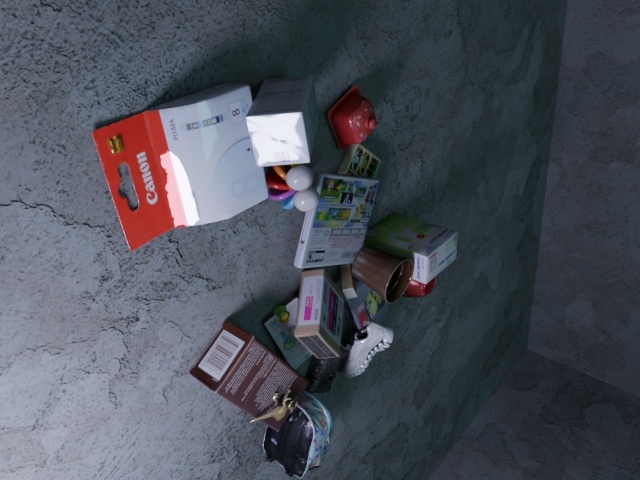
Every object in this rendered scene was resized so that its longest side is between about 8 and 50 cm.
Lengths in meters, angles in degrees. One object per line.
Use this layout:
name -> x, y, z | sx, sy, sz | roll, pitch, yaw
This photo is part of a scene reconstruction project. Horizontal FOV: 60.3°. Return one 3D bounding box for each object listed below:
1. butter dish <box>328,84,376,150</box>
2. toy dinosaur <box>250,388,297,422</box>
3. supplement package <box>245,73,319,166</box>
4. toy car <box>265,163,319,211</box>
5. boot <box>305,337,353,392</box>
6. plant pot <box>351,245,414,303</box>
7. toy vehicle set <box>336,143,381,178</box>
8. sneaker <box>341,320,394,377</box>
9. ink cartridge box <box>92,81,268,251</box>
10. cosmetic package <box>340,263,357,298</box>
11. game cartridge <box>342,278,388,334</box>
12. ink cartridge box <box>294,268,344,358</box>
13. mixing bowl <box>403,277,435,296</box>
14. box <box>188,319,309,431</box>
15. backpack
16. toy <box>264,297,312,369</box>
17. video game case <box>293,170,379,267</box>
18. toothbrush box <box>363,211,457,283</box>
butter dish -> 0.121, -0.372, 1.710 | 0.160, 0.118, 0.160 | -49, 139, -22
toy dinosaur -> -0.123, 0.508, 1.673 | 0.183, 0.053, 0.093 | -3, 111, -50
supplement package -> -0.086, -0.306, 1.384 | 0.244, 0.139, 0.134 | -79, 164, -53
toy car -> -0.088, -0.163, 1.558 | 0.136, 0.159, 0.182 | -20, 131, -2
boot -> 0.002, 0.450, 1.994 | 0.263, 0.091, 0.229 | 29, 90, -48
plant pot -> 0.207, 0.106, 1.896 | 0.167, 0.165, 0.167 | -32, 136, -37
toy vehicle set -> 0.105, -0.179, 1.851 | 0.166, 0.035, 0.267 | 22, 90, -53
sneaker -> 0.156, 0.412, 2.115 | 0.118, 0.110, 0.292 | 28, 119, -16
ink cartridge box -> -0.307, -0.174, 1.310 | 0.385, 0.091, 0.308 | -34, 131, -38
cosmetic package -> 0.099, 0.142, 1.943 | 0.060, 0.041, 0.115 | 62, 18, -46
game cartridge -> 0.177, 0.241, 2.133 | 0.196, 0.060, 0.294 | -51, 140, -27
ink cartridge box -> 0.002, 0.241, 1.807 | 0.193, 0.088, 0.235 | 55, 34, -49
mixing bowl -> 0.430, 0.173, 2.368 | 0.181, 0.098, 0.181 | -26, 126, -43
box -> -0.205, 0.419, 1.684 | 0.191, 0.143, 0.381 | -55, 139, -17
backpack -> -0.071, 0.639, 1.880 | 0.191, 0.225, 0.254 | -17, 122, -47
toy -> -0.094, 0.304, 1.825 | 0.137, 0.056, 0.237 | -38, 128, -18
video game case -> 0.058, -0.064, 1.780 | 0.329, 0.036, 0.300 | -2, 110, -52
toothbrush box -> 0.325, 0.020, 2.013 | 0.206, 0.283, 0.122 | -32, 130, -37
